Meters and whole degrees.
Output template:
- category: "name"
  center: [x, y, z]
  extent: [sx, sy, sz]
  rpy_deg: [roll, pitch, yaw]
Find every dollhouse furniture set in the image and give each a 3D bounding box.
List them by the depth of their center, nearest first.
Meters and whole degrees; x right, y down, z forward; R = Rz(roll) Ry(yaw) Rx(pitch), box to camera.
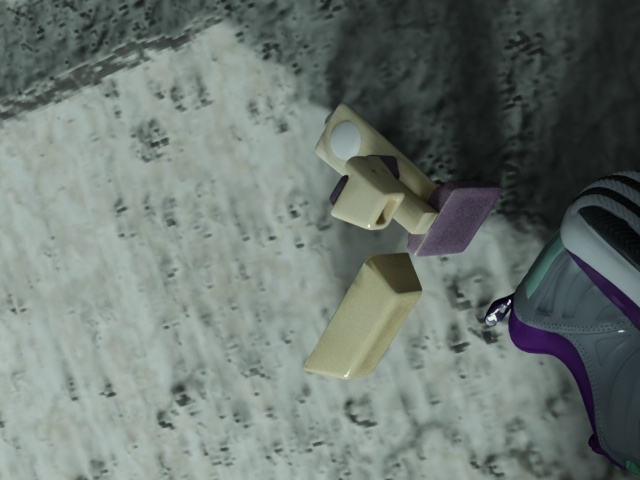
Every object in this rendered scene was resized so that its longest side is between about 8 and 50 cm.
- category: "dollhouse furniture set"
  center: [0.000, 0.000, 0.517]
  extent: [0.081, 0.091, 0.114]
  rpy_deg: [43, 116, 28]

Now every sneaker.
- category: "sneaker"
  center: [0.166, 0.078, 0.466]
  extent: [0.224, 0.083, 0.098]
  rpy_deg: [49, 135, 14]
